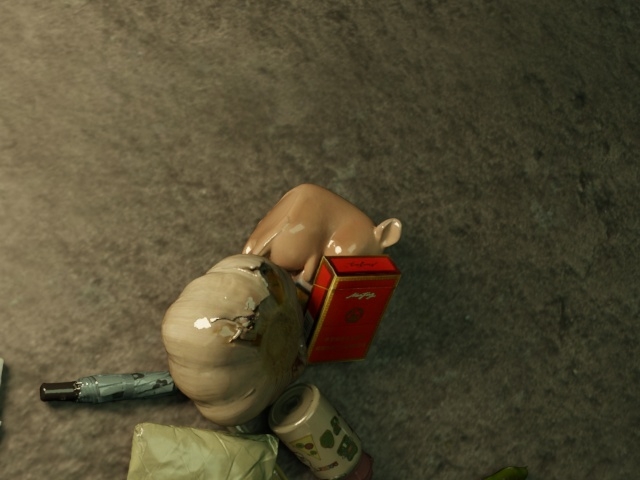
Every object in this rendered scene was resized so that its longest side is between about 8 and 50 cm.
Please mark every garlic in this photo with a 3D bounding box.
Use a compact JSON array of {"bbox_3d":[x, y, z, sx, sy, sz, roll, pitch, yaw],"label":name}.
[{"bbox_3d":[-0.148,0.178,1.505,0.322,0.241,0.321,-26,134,-30],"label":"garlic"}]

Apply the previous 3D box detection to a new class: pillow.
[{"bbox_3d":[-0.219,0.478,1.473,0.281,0.076,0.274,12,81,-24],"label":"pillow"}]

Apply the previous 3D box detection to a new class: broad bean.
[{"bbox_3d":[0.366,0.553,1.787,0.255,0.046,0.065,-24,95,-29],"label":"broad bean"}]

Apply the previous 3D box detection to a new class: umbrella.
[{"bbox_3d":[-0.374,0.266,1.468,0.251,0.053,0.052,1,78,-28],"label":"umbrella"}]

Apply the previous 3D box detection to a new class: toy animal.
[{"bbox_3d":[0.003,0.003,1.660,0.256,0.195,0.212,32,72,-20],"label":"toy animal"}]

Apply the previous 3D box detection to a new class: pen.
[{"bbox_3d":[-0.139,0.396,1.573,0.040,0.032,0.233,-40,95,-6],"label":"pen"}]

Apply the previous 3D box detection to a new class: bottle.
[{"bbox_3d":[0.012,0.397,1.580,0.120,0.120,0.253,-52,121,-28],"label":"bottle"}]

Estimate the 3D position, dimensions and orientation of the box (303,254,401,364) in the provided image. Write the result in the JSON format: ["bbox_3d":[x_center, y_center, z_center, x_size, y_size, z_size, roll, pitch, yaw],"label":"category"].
[{"bbox_3d":[0.049,0.139,1.629,0.153,0.239,0.074,2,37,-25],"label":"box"}]

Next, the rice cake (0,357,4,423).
[{"bbox_3d":[-0.561,0.288,1.378,0.042,0.030,0.180,10,73,-27],"label":"rice cake"}]

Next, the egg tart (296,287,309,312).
[{"bbox_3d":[-0.045,0.131,1.687,0.105,0.039,0.105,8,71,-25],"label":"egg tart"}]
